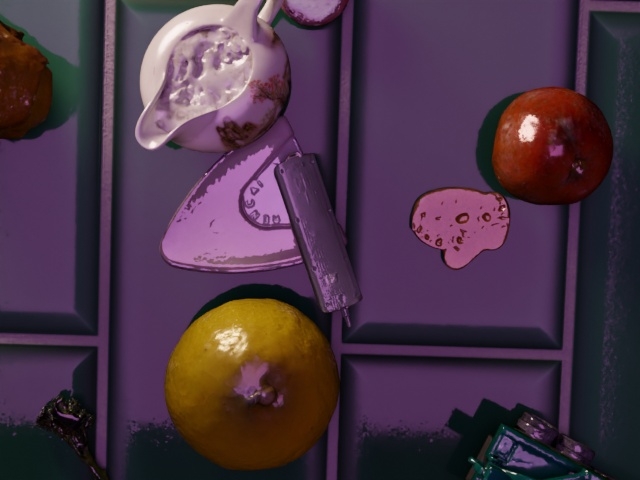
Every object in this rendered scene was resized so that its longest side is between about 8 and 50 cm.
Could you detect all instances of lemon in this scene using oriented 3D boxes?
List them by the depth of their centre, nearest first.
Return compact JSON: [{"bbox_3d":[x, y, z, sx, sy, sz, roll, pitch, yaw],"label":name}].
[{"bbox_3d":[-0.090,0.197,1.645,0.240,0.219,0.240,0,92,-4],"label":"lemon"}]

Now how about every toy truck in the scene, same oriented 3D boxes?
[{"bbox_3d":[0.360,0.383,1.690,0.363,0.178,0.176,28,93,-6],"label":"toy truck"}]

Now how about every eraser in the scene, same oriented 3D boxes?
[{"bbox_3d":[-0.112,-0.034,1.704,0.243,0.059,0.204,-26,95,-3],"label":"eraser"}]

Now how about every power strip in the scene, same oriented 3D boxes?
[{"bbox_3d":[0.000,0.000,1.677,0.060,0.027,0.252,-19,93,-11],"label":"power strip"}]

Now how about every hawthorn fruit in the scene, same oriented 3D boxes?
[{"bbox_3d":[0.315,-0.127,1.651,0.173,0.173,0.173,0,94,-1],"label":"hawthorn fruit"}]

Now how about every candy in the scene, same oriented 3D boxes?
[{"bbox_3d":[-0.009,-0.348,1.691,0.103,0.043,0.103,0,97,0],"label":"candy"}]

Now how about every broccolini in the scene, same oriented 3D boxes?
[{"bbox_3d":[-0.314,0.331,1.750,0.057,0.071,0.254,-42,104,-39],"label":"broccolini"}]

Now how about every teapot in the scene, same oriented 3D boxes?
[{"bbox_3d":[-0.137,-0.231,1.637,0.204,0.139,0.298,29,83,13],"label":"teapot"}]

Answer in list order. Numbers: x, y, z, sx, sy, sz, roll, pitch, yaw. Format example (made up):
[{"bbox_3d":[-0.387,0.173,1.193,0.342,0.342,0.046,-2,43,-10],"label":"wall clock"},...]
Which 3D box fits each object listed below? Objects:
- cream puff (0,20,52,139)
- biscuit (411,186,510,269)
[{"bbox_3d":[-0.475,-0.235,1.613,0.269,0.241,0.155,33,100,-32],"label":"cream puff"},{"bbox_3d":[0.197,-0.017,1.729,0.140,0.023,0.118,9,94,-2],"label":"biscuit"}]
